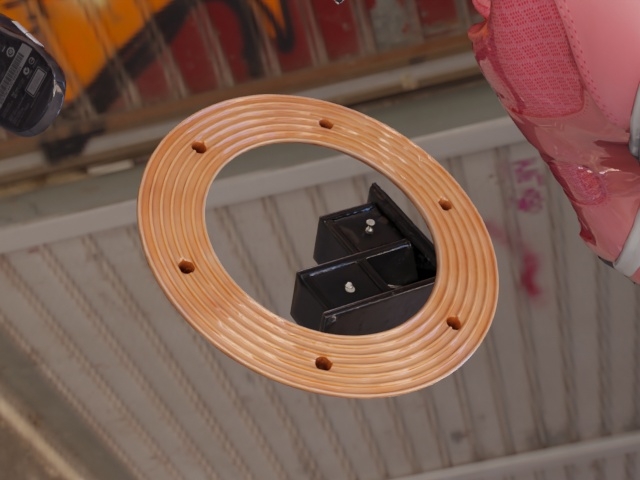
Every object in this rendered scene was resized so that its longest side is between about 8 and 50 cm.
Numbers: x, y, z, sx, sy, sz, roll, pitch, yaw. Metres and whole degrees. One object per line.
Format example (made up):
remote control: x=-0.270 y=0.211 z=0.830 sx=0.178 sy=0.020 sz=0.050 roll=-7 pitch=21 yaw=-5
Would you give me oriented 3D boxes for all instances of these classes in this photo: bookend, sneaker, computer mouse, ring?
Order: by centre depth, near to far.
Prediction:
sneaker: x=0.130 y=-0.073 z=0.507 sx=0.136 sy=0.116 sz=0.314 roll=40 pitch=-2 yaw=15
ring: x=0.000 y=0.000 z=1.078 sx=0.032 sy=0.337 sz=0.336 roll=118 pitch=-28 yaw=-48
bookend: x=0.028 y=0.031 z=1.205 sx=0.157 sy=0.156 sz=0.072 roll=51 pitch=-35 yaw=38
computer mouse: x=-0.339 y=-0.230 z=1.290 sx=0.184 sy=0.262 sz=0.060 roll=-63 pitch=155 yaw=8

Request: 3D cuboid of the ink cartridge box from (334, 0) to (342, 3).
ink cartridge box: x=-0.031 y=-0.365 z=1.027 sx=0.309 sy=0.272 sz=0.130 roll=41 pitch=18 yaw=-44
